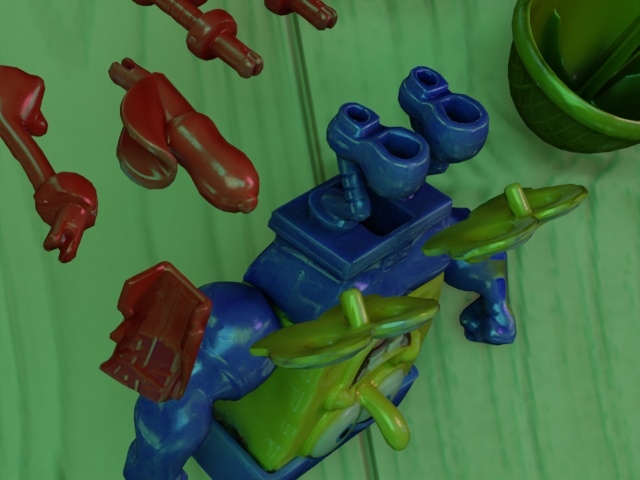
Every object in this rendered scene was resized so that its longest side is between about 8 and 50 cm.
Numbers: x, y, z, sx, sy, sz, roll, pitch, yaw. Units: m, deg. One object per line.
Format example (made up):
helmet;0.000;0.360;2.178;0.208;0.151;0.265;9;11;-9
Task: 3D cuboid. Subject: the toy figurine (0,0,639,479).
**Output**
toy figurine;0.000;0.000;0.671;0.191;0.217;0.362;38;43;19
